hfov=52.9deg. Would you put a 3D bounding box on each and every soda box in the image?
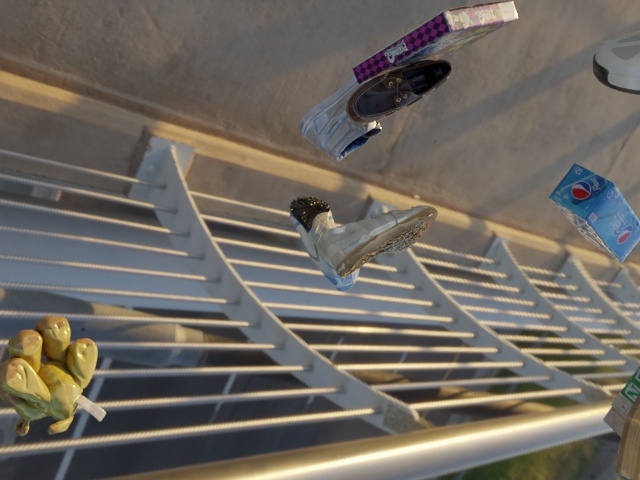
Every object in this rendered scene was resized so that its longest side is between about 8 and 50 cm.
[{"bbox_3d":[0.440,-0.039,1.012,0.210,0.071,0.067,30,100,-47],"label":"soda box"}]

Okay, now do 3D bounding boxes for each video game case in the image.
[{"bbox_3d":[0.205,-0.359,1.169,0.210,0.232,0.042,-24,94,-39],"label":"video game case"}]

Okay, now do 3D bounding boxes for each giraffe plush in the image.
[{"bbox_3d":[-0.509,0.262,1.171,0.210,0.170,0.181,60,37,-10],"label":"giraffe plush"}]

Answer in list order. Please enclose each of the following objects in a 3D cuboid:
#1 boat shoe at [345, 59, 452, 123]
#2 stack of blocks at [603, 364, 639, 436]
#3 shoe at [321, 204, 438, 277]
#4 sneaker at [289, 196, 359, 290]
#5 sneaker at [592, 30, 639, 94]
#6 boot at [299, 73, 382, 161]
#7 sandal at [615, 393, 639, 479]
[{"bbox_3d":[0.141,-0.272,1.146,0.207,0.073,0.073,-31,101,-18],"label":"boat shoe"},{"bbox_3d":[0.584,0.247,0.998,0.087,0.171,0.297,-22,140,-24],"label":"stack of blocks"},{"bbox_3d":[0.086,-0.015,0.873,0.219,0.058,0.077,-23,154,-45],"label":"shoe"},{"bbox_3d":[0.000,0.000,1.193,0.085,0.237,0.086,-9,131,-21],"label":"sneaker"},{"bbox_3d":[0.655,-0.394,1.005,0.258,0.447,0.169,61,36,-37],"label":"sneaker"},{"bbox_3d":[0.087,-0.265,1.326,0.258,0.123,0.095,-42,164,-14],"label":"boot"},{"bbox_3d":[0.295,0.238,0.536,0.088,0.079,0.240,-27,121,-33],"label":"sandal"}]
